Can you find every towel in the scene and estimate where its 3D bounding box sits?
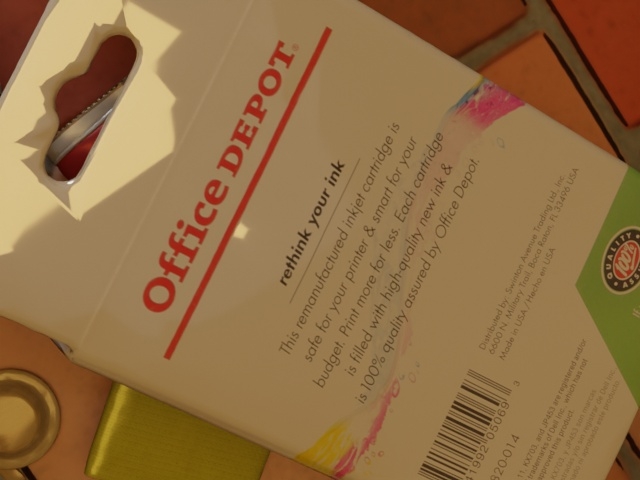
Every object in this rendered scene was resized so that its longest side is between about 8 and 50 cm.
[{"bbox_3d":[-0.048,0.025,0.709,0.102,0.021,0.237,19,87,-25],"label":"towel"}]

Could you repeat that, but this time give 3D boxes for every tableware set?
[{"bbox_3d":[-0.180,0.043,0.704,0.141,0.020,0.169,39,83,-7],"label":"tableware set"}]

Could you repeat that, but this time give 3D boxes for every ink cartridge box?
[{"bbox_3d":[0.000,0.000,0.645,0.353,0.119,0.207,28,86,-21],"label":"ink cartridge box"}]

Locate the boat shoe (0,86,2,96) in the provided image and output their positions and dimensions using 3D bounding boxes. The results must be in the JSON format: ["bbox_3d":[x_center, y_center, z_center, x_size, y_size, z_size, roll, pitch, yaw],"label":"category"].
[{"bbox_3d":[-0.249,-0.173,0.656,0.118,0.103,0.320,-29,86,-4],"label":"boat shoe"}]

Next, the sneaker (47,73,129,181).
[{"bbox_3d":[-0.086,-0.062,0.706,0.118,0.042,0.067,-39,93,-1],"label":"sneaker"}]
